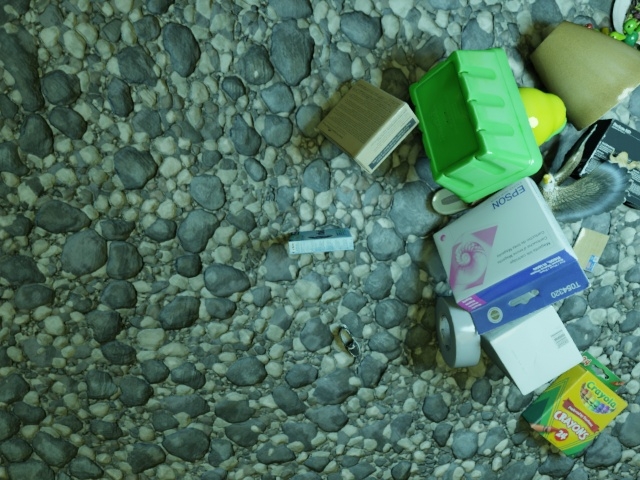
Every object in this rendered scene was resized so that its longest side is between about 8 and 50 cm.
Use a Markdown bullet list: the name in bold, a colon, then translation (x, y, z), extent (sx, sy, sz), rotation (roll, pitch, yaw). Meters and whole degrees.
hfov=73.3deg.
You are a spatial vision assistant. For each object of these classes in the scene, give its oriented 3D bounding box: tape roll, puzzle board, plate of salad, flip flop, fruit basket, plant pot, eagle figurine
- **tape roll**: translation (0.418, 0.279, 1.327), extent (0.072, 0.219, 0.219), rotation (-5, 101, 1)
- **puzzle board**: translation (0.864, 0.030, 1.393), extent (0.096, 0.011, 0.128), rotation (17, 101, -6)
- **plate of salad**: translation (0.947, -0.664, 1.239), extent (0.200, 0.048, 0.199), rotation (0, 101, 0)
- **flip flop**: translation (0.455, -0.154, 1.266), extent (0.277, 0.080, 0.112), rotation (-19, 72, 27)
- **fruit basket**: translation (0.463, -0.312, 1.164), extent (0.392, 0.392, 0.283), rotation (50, 141, -9)
- **plant pot**: translation (0.725, -0.480, 1.196), extent (0.254, 0.237, 0.237), rotation (45, 97, 5)
- **eagle figurine**: translation (0.683, -0.155, 1.227), extent (0.298, 0.225, 0.226), rotation (-27, 93, 21)

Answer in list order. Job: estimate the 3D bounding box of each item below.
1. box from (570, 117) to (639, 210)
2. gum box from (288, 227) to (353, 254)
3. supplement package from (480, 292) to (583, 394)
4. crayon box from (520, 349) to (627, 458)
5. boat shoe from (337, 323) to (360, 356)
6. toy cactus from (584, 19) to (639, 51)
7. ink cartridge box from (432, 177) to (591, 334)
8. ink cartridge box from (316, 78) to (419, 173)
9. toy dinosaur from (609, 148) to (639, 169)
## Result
- **box**: translation (0.911, -0.225, 1.297), extent (0.261, 0.103, 0.184), rotation (26, 104, -6)
- **gum box**: translation (0.000, 0.000, 1.296), extent (0.184, 0.157, 0.041), rotation (-4, 102, -1)
- **supplement package**: translation (0.593, 0.280, 1.308), extent (0.198, 0.262, 0.199), rotation (-33, 100, 5)
- **crayon box**: translation (0.876, 0.557, 1.462), extent (0.202, 0.081, 0.318), rotation (38, 98, -7)
- **boat shoe**: translation (0.096, 0.337, 1.424), extent (0.046, 0.038, 0.125), rotation (-23, 101, 4)
- **toy cactus**: translation (0.875, -0.566, 1.214), extent (0.180, 0.219, 0.112), rotation (28, 82, -47)
- **ink cartridge box**: translation (0.492, 0.044, 1.175), extent (0.071, 0.330, 0.324), rotation (17, 138, -36)
- **ink cartridge box**: translation (0.124, -0.322, 1.196), extent (0.193, 0.234, 0.088), rotation (-47, 134, 9)
- **toy dinosaur**: translation (0.837, -0.207, 1.215), extent (0.183, 0.053, 0.092), rotation (8, 106, -30)
